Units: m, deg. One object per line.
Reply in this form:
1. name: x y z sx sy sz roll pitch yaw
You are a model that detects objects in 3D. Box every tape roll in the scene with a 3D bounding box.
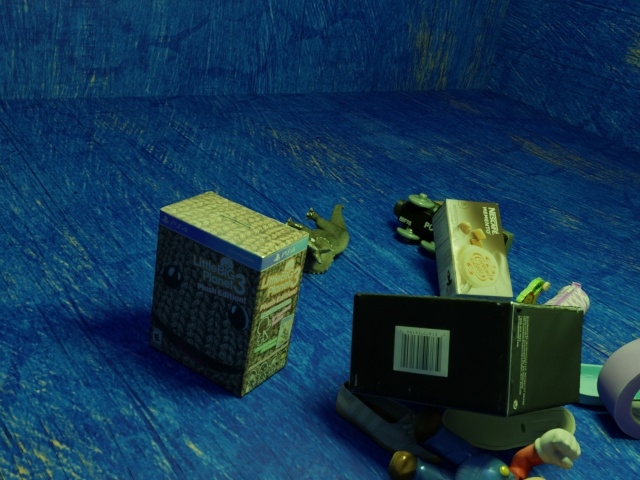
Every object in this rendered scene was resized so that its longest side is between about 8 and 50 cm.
1. tape roll: 0.630 0.280 1.418 0.189 0.189 0.080 6 26 -9

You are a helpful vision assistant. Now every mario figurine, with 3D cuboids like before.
1. mario figurine: 0.265 0.361 1.116 0.321 0.198 0.170 20 12 29

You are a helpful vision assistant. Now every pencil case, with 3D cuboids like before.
1. pencil case: 0.558 0.167 1.743 0.086 0.088 0.206 23 29 29

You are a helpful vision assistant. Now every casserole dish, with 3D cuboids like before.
1. casserole dish: 0.568 0.299 1.531 0.189 0.037 0.114 6 25 -9

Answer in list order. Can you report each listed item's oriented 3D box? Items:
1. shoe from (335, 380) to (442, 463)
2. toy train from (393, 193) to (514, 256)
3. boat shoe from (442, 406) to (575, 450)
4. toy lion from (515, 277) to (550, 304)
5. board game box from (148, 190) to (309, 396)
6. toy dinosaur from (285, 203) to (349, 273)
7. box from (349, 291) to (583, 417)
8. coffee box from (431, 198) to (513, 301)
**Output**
1. shoe: 0.118 0.314 1.300 0.219 0.058 0.077 25 29 28
2. toy train: 0.356 -0.026 2.027 0.334 0.142 0.190 30 19 38
3. boat shoe: 0.331 0.333 1.350 0.233 0.084 0.079 2 -12 -2
4. toy lion: 0.493 0.135 1.776 0.034 0.100 0.096 34 15 37
5. board game box: -0.174 0.093 1.375 0.232 0.291 0.141 23 28 26
6. toy dinosaur: 0.000 0.000 1.879 0.160 0.121 0.313 32 26 16
7. box: 0.255 0.188 1.287 0.296 0.182 0.294 1 -4 39
8. coffee box: 0.356 0.035 1.782 0.141 0.098 0.246 5 63 -13
